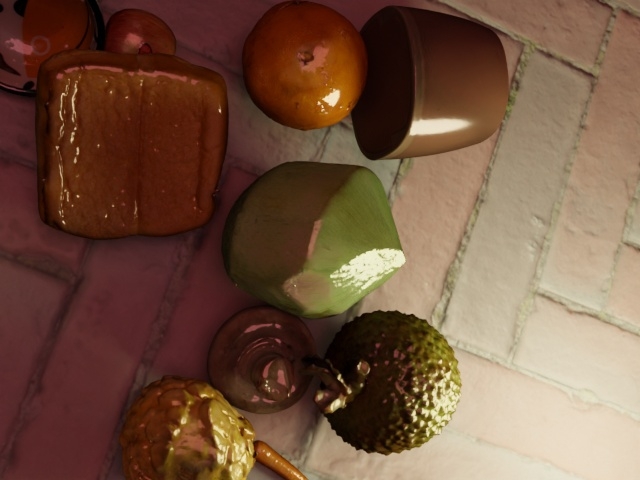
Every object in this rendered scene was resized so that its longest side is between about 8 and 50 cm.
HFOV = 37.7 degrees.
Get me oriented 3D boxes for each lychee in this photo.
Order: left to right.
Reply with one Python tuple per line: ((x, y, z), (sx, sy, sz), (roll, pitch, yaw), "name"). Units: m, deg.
((0.122, 0.256, 1.696), (0.270, 0.320, 0.270), (-2, 84, 14), "lychee")

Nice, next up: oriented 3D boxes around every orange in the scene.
((-0.029, -0.322, 1.740), (0.240, 0.240, 0.240), (1, 84, -15), "orange")

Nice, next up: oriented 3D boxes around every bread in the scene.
((-0.330, -0.171, 1.643), (0.328, 0.148, 0.337), (-3, 118, -17), "bread")

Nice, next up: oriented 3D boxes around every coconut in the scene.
((0.000, 0.000, 1.659), (0.328, 0.328, 0.281), (9, 91, -14), "coconut")

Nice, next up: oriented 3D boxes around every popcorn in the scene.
((-0.234, 0.363, 1.629), (0.250, 0.190, 0.250), (-2, 101, -9), "popcorn")

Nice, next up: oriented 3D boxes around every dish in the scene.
((-0.512, -0.398, 1.637), (0.303, 0.120, 0.303), (-1, 128, -1), "dish")

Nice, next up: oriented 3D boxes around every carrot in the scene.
((-0.057, 0.438, 1.756), (0.190, 0.037, 0.037), (40, 76, -11), "carrot")

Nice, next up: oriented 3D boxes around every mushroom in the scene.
((-0.098, 0.223, 1.677), (0.204, 0.204, 0.204), (1, 84, -15), "mushroom")

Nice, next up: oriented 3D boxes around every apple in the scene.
((-0.331, -0.346, 1.702), (0.131, 0.146, 0.146), (12, 82, -19), "apple")

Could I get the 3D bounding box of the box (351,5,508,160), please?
((0.205, -0.292, 1.768), (0.216, 0.301, 0.301), (-3, 85, -19), "box")
